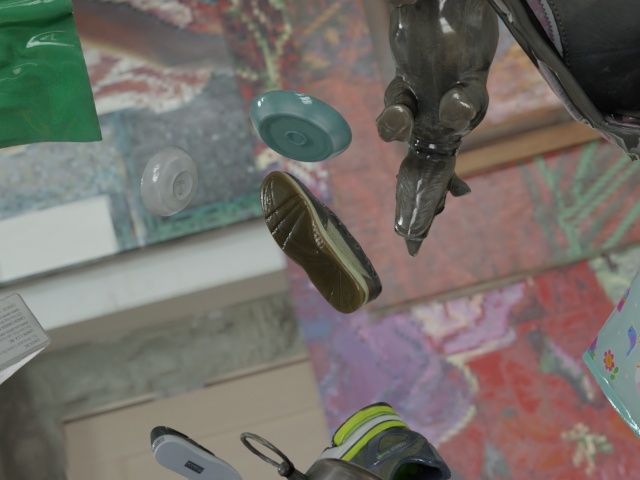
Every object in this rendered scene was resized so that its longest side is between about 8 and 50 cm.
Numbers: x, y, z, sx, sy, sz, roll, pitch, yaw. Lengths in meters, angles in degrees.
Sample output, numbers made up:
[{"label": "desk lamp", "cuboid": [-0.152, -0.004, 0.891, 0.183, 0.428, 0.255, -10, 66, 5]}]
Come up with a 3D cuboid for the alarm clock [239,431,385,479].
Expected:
[{"label": "alarm clock", "cuboid": [0.021, 0.183, 0.925, 0.192, 0.064, 0.129, 42, 161, -14]}]

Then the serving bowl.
[{"label": "serving bowl", "cuboid": [-0.168, -0.066, 1.647, 0.027, 0.083, 0.083, 19, 138, 34]}]

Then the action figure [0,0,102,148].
[{"label": "action figure", "cuboid": [-0.273, -0.107, 0.949, 0.063, 0.232, 0.137, -130, 28, -66]}]

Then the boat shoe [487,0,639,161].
[{"label": "boat shoe", "cuboid": [0.158, -0.107, 0.746, 0.335, 0.112, 0.095, 38, -150, -39]}]

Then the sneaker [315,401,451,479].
[{"label": "sneaker", "cuboid": [0.019, 0.308, 1.525, 0.121, 0.300, 0.111, 22, 156, 44]}]

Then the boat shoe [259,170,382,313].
[{"label": "boat shoe", "cuboid": [0.000, 0.000, 1.307, 0.049, 0.056, 0.152, -14, -114, -51]}]

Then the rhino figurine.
[{"label": "rhino figurine", "cuboid": [0.077, -0.099, 0.945, 0.106, 0.073, 0.243, -62, -22, -63]}]

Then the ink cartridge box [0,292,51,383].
[{"label": "ink cartridge box", "cuboid": [-0.416, 0.172, 1.275, 0.066, 0.261, 0.296, 55, -153, 2]}]

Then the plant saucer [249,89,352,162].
[{"label": "plant saucer", "cuboid": [-0.025, -0.120, 1.586, 0.119, 0.119, 0.021, 79, -154, -56]}]

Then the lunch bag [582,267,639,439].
[{"label": "lunch bag", "cuboid": [0.416, 0.129, 1.461, 0.223, 0.160, 0.262, -66, 29, 29]}]

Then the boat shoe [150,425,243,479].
[{"label": "boat shoe", "cuboid": [-0.140, 0.255, 1.642, 0.142, 0.049, 0.040, 42, -173, -34]}]
